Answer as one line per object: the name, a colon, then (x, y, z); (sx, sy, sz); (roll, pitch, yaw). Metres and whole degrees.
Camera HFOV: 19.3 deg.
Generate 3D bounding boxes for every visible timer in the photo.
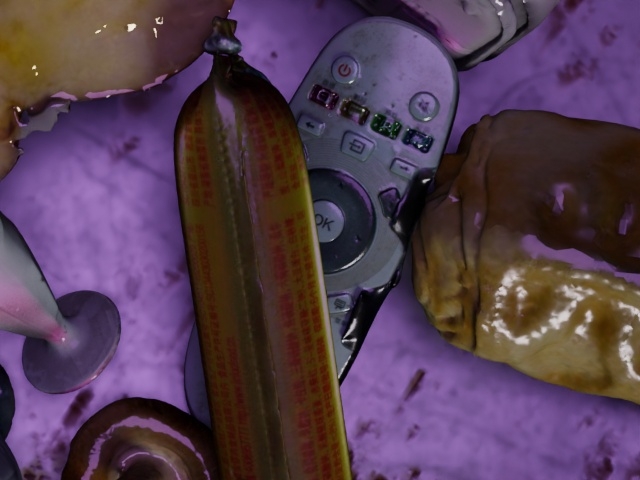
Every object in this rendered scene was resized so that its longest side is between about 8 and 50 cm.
timer: (0.036, -0.170, 0.993); (0.191, 0.208, 0.069); (39, 84, -3)

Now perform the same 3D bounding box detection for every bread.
bread: (0.181, 0.017, 1.040); (0.268, 0.130, 0.152); (16, 85, -5)

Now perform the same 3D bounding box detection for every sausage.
sausage: (-0.028, 0.067, 0.980); (0.082, 0.082, 0.371); (-9, 102, -9)

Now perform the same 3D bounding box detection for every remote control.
remote control: (0.000, 0.000, 1.023); (0.097, 0.045, 0.256); (28, 105, 4)

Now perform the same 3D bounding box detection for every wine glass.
wine glass: (-0.168, 0.019, 0.973); (0.073, 0.073, 0.155); (-55, 137, -9)

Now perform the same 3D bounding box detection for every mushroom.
mushroom: (-0.111, 0.132, 1.008); (0.129, 0.073, 0.088); (-11, 102, -43)

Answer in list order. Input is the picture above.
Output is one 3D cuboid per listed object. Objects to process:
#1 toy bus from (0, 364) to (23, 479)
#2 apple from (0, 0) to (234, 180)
toy bus: (-0.298, 0.097, 0.935); (0.232, 0.194, 0.287); (-41, 92, -2)
apple: (-0.185, -0.177, 0.982); (0.293, 0.163, 0.251); (-20, 118, 4)
